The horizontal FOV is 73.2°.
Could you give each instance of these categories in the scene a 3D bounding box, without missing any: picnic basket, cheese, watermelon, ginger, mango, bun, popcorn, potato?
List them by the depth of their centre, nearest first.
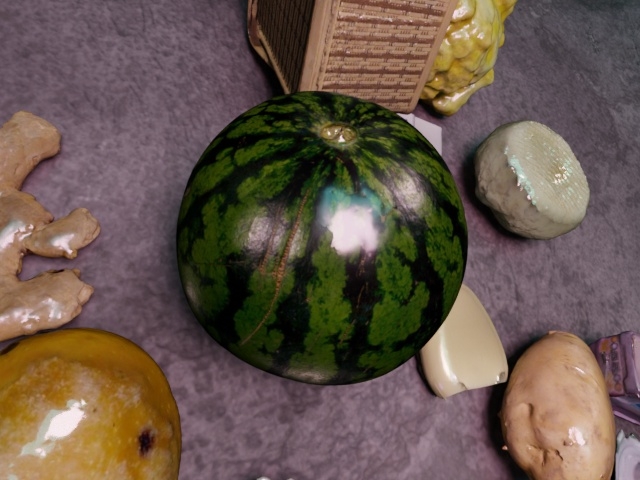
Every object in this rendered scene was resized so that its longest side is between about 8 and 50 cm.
[{"bbox_3d":[-0.228,0.230,0.326,0.176,0.175,0.329,26,82,14],"label":"mango"},{"bbox_3d":[0.000,0.000,0.437,0.285,0.285,0.285,8,68,-19],"label":"watermelon"},{"bbox_3d":[-0.299,-0.014,0.440,0.149,0.065,0.259,19,58,-29],"label":"ginger"},{"bbox_3d":[0.012,-0.329,0.543,0.175,0.228,0.313,-5,50,-20],"label":"picnic basket"},{"bbox_3d":[0.301,0.215,0.555,0.161,0.128,0.235,50,46,-40],"label":"potato"},{"bbox_3d":[0.175,0.081,0.598,0.127,0.054,0.251,-2,71,-26],"label":"cheese"},{"bbox_3d":[0.194,-0.325,0.664,0.256,0.195,0.255,-25,125,-57],"label":"popcorn"},{"bbox_3d":[0.321,-0.090,0.684,0.195,0.118,0.195,9,69,-25],"label":"bun"}]

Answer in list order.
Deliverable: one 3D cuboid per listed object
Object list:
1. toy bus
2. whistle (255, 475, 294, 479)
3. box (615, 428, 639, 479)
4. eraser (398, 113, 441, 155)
[{"bbox_3d":[0.530,0.238,0.638,0.317,0.138,0.112,25,58,-10],"label":"toy bus"},{"bbox_3d":[-0.019,0.345,0.396,0.110,0.092,0.244,-11,74,-30],"label":"whistle"},{"bbox_3d":[0.477,0.437,0.512,0.264,0.106,0.337,44,50,-9],"label":"box"},{"bbox_3d":[0.074,-0.143,0.631,0.210,0.068,0.124,17,62,-16],"label":"eraser"}]
